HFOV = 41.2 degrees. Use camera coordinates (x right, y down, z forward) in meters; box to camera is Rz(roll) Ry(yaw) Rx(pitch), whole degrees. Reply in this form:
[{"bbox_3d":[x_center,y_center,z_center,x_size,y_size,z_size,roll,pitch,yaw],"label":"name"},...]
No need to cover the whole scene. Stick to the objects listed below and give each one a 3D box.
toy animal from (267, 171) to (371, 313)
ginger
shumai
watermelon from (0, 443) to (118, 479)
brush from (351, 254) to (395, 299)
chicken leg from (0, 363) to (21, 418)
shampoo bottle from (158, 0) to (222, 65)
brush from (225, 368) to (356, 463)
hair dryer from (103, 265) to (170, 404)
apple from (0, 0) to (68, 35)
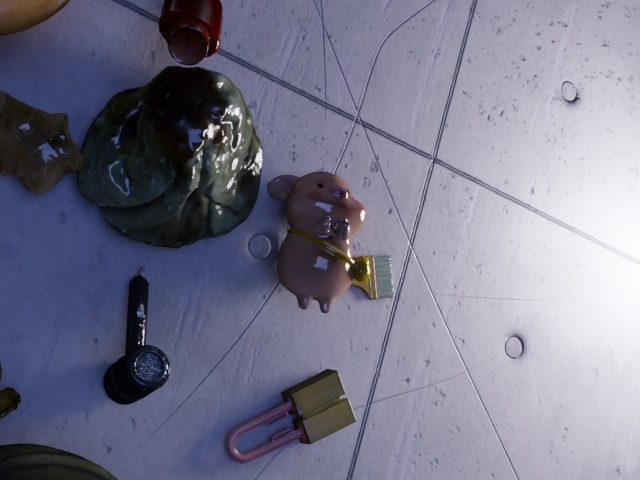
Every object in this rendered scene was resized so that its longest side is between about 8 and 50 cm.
[{"bbox_3d":[0.002,0.001,1.477,0.165,0.149,0.248,19,65,-34],"label":"toy animal"},{"bbox_3d":[-0.497,-0.174,1.277,0.295,0.086,0.131,25,84,-15],"label":"ginger"},{"bbox_3d":[-0.193,-0.138,1.326,0.304,0.263,0.309,34,69,-18],"label":"shumai"},{"bbox_3d":[-0.394,0.412,1.131,0.359,0.279,0.279,39,66,-44],"label":"watermelon"},{"bbox_3d":[0.047,0.071,1.569,0.205,0.011,0.083,-1,84,-28],"label":"brush"},{"bbox_3d":[-0.599,0.251,1.130,0.361,0.140,0.211,-37,90,-20],"label":"chicken leg"},{"bbox_3d":[-0.205,-0.348,1.358,0.102,0.260,0.064,25,114,-19],"label":"shampoo bottle"},{"bbox_3d":[-0.056,0.313,1.463,0.233,0.047,0.103,-21,94,-28],"label":"brush"},{"bbox_3d":[-0.284,0.140,1.337,0.071,0.124,0.219,13,62,-29],"label":"hair dryer"},{"bbox_3d":[-0.489,-0.468,1.153,0.347,0.391,0.391,-4,86,-10],"label":"apple"}]
